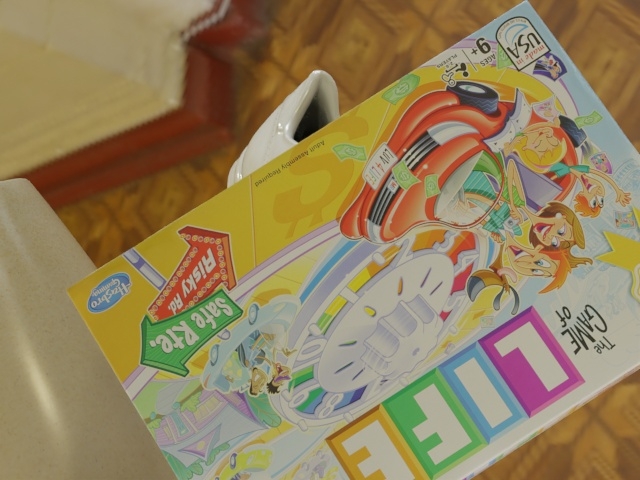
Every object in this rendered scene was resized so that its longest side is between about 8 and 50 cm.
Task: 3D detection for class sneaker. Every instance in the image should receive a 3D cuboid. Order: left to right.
[{"bbox_3d":[0.000,0.000,0.754,0.094,0.080,0.212,-60,33,38],"label":"sneaker"}]

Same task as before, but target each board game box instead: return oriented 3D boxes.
[{"bbox_3d":[0.022,0.017,0.420,0.154,0.026,0.103,-33,76,-3],"label":"board game box"}]

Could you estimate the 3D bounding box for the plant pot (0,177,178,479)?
[{"bbox_3d":[-0.221,0.104,1.056,0.256,0.256,0.274,-18,90,45],"label":"plant pot"}]
